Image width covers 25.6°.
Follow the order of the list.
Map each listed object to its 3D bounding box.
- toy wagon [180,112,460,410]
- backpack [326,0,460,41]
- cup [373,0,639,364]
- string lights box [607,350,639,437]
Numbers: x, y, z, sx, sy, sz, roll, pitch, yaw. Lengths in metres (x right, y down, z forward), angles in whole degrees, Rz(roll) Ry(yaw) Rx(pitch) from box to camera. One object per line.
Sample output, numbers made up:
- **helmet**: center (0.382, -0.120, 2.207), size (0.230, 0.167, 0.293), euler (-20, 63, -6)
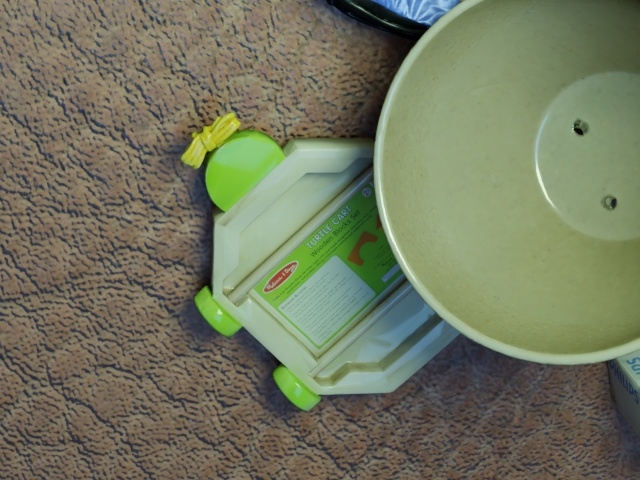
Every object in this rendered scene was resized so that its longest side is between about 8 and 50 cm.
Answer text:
- **toy wagon**: center (0.000, 0.000, 1.390), size (0.267, 0.068, 0.344), euler (-42, 111, 7)
- **backpack**: center (0.066, -0.242, 1.294), size (0.120, 0.098, 0.101), euler (18, 86, -7)
- **cup**: center (0.245, -0.072, 1.284), size (0.331, 0.237, 0.331), euler (4, 99, 25)
- **string lights box**: center (0.449, 0.138, 1.483), size (0.260, 0.133, 0.077), euler (-13, 113, -4)
